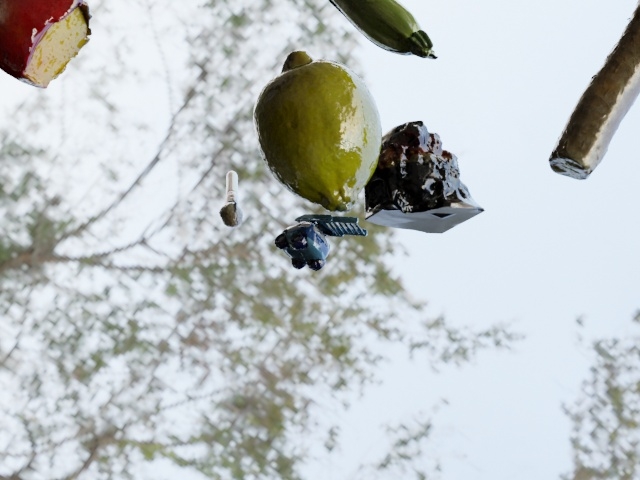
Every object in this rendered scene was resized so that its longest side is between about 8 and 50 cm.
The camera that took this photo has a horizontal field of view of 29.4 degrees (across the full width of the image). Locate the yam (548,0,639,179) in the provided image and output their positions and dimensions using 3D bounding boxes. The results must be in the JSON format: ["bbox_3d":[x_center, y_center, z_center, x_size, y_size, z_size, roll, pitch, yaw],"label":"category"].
[{"bbox_3d":[0.425,-0.247,1.695,0.357,0.081,0.081,-62,-151,-5],"label":"yam"}]

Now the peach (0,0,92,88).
[{"bbox_3d":[-0.345,-0.260,1.452,0.118,0.151,0.151,-20,-168,-31],"label":"peach"}]

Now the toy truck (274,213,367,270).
[{"bbox_3d":[0.000,0.000,1.715,0.136,0.063,0.074,6,-129,51],"label":"toy truck"}]

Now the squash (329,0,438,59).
[{"bbox_3d":[0.096,-0.391,2.102,0.094,0.094,0.341,-47,-124,6],"label":"squash"}]

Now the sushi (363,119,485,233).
[{"bbox_3d":[0.147,-0.104,1.940,0.153,0.172,0.150,148,-60,-63],"label":"sushi"}]

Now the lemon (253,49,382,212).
[{"bbox_3d":[-0.001,-0.153,1.757,0.184,0.184,0.248,-23,-102,40],"label":"lemon"}]

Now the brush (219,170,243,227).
[{"bbox_3d":[-0.158,-0.085,2.186,0.039,0.042,0.299,-26,-160,6],"label":"brush"}]
